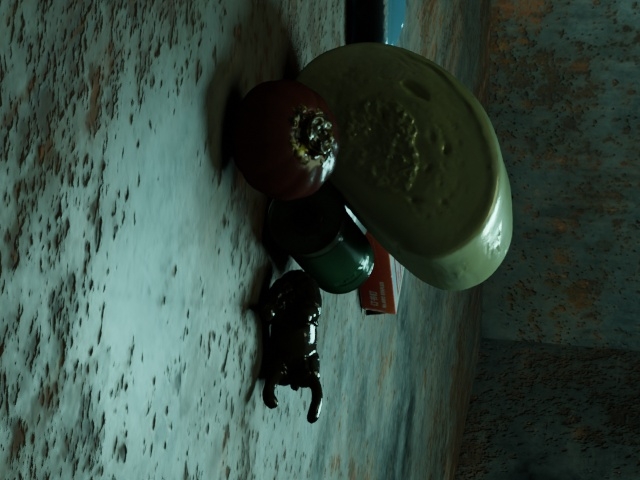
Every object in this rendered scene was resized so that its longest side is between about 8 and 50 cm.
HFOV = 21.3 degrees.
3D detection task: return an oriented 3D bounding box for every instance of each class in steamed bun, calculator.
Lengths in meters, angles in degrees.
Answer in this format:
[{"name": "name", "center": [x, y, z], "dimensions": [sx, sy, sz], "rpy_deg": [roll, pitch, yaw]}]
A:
[{"name": "steamed bun", "center": [0.088, -0.076, 1.628], "dimensions": [0.250, 0.155, 0.200], "rpy_deg": [50, 0, 19]}, {"name": "calculator", "center": [0.070, -0.341, 1.961], "dimensions": [0.173, 0.051, 0.293], "rpy_deg": [-66, 159, -66]}]

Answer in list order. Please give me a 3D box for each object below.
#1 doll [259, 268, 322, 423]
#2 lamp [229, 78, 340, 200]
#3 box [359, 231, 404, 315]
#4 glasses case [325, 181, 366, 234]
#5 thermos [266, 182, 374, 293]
[{"name": "doll", "center": [-0.024, 0.087, 1.607], "dimensions": [0.165, 0.057, 0.139], "rpy_deg": [-85, 174, -64]}, {"name": "lamp", "center": [-0.030, -0.084, 1.401], "dimensions": [0.101, 0.090, 0.101], "rpy_deg": [11, 75, -45]}, {"name": "box", "center": [0.076, -0.013, 2.145], "dimensions": [0.229, 0.050, 0.123], "rpy_deg": [81, 18, -55]}, {"name": "glasses case", "center": [0.022, -0.073, 1.850], "dimensions": [0.072, 0.042, 0.190], "rpy_deg": [-64, 157, -45]}, {"name": "thermos", "center": [0.002, 0.004, 1.637], "dimensions": [0.187, 0.083, 0.073], "rpy_deg": [52, 47, -68]}]
